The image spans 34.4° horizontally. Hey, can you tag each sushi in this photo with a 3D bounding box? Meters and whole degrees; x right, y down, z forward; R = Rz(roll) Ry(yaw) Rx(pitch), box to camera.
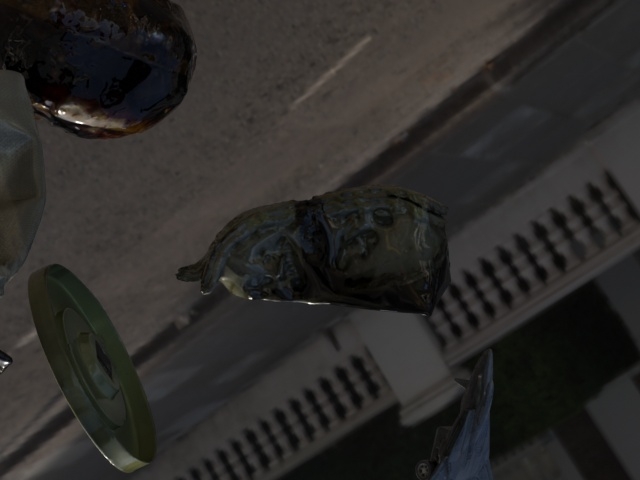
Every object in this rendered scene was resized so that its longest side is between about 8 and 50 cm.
[{"bbox_3d":[-0.007,-0.004,1.011,0.272,0.109,0.134,4,-167,9],"label":"sushi"}]

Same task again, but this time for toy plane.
[{"bbox_3d":[0.197,0.281,1.462,0.212,0.267,0.088,8,180,-44],"label":"toy plane"}]

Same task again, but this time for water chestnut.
[{"bbox_3d":[-0.274,-0.261,1.216,0.300,0.300,0.300,-29,167,-8],"label":"water chestnut"}]

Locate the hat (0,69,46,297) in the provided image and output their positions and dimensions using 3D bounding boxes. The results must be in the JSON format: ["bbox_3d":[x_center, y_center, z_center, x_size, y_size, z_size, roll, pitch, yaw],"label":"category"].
[{"bbox_3d":[-0.255,-0.055,0.479,0.226,0.164,0.219,0,178,7],"label":"hat"}]

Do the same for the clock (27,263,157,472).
[{"bbox_3d":[-0.235,0.131,1.082,0.029,0.235,0.235,-27,167,-1],"label":"clock"}]

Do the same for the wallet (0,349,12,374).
[{"bbox_3d":[-0.445,0.094,1.023,0.323,0.247,0.041,-37,-155,54],"label":"wallet"}]
